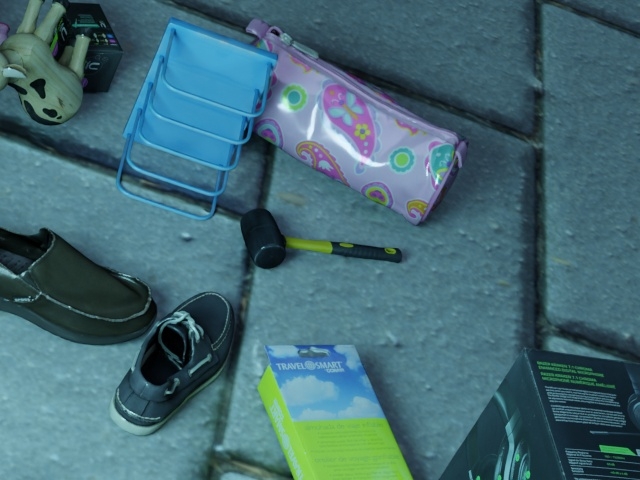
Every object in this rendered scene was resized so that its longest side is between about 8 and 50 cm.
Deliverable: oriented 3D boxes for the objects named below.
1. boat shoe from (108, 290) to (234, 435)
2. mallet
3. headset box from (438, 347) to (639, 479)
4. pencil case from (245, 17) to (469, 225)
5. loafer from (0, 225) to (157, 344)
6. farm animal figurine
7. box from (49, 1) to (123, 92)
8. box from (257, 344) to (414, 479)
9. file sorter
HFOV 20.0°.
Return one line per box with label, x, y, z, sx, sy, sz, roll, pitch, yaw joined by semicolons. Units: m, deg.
boat shoe;-0.129;0.103;1.716;0.075;0.065;0.206;32;39;5
mallet;0.000;0.000;1.932;0.190;0.039;0.062;2;43;-35
headset box;0.209;0.268;1.589;0.131;0.246;0.283;8;42;-21
pencil case;0.023;-0.132;2.019;0.284;0.124;0.124;32;39;3
loafer;-0.255;0.035;1.707;0.220;0.078;0.080;15;41;-14
farm animal figurine;-0.386;-0.229;1.780;0.330;0.327;0.172;18;61;-3
box;-0.260;-0.212;1.986;0.052;0.062;0.083;-2;48;-33
box;0.012;0.179;1.731;0.109;0.042;0.178;2;45;-30
file sorter;-0.133;-0.120;1.878;0.118;0.170;0.104;19;44;-11
